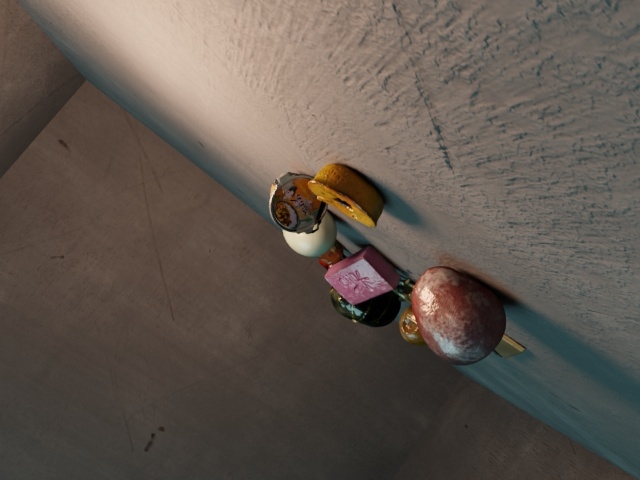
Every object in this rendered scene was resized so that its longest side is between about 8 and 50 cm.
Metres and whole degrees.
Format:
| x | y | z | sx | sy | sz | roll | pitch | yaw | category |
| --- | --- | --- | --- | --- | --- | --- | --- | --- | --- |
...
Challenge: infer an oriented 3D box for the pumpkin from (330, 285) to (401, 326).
| x | y | z | sx | sy | sz | roll | pitch | yaw | category |
| --- | --- | --- | --- | --- | --- | --- | --- | --- | --- |
| 0.200 | 0.256 | 1.929 | 0.322 | 0.242 | 0.323 | 17 | 159 | 6 | pumpkin |

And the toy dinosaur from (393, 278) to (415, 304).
| x | y | z | sx | sy | sz | roll | pitch | yaw | category |
| --- | --- | --- | --- | --- | --- | --- | --- | --- | --- |
| 0.354 | 0.204 | 1.621 | 0.162 | 0.077 | 0.294 | 37 | 173 | -20 | toy dinosaur |

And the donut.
| x | y | z | sx | sy | sz | roll | pitch | yaw | category |
| --- | --- | --- | --- | --- | --- | --- | --- | --- | --- |
| 0.066 | -0.110 | 1.005 | 0.190 | 0.075 | 0.174 | 32 | 172 | 5 | donut |

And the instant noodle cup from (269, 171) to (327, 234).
| x | y | z | sx | sy | sz | roll | pitch | yaw | category |
| --- | --- | --- | --- | --- | --- | --- | --- | --- | --- |
| -0.077 | -0.128 | 1.288 | 0.126 | 0.177 | 0.208 | -125 | 19 | -58 | instant noodle cup |

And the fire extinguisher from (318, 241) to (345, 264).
| x | y | z | sx | sy | sz | roll | pitch | yaw | category |
| --- | --- | --- | --- | --- | --- | --- | --- | --- | --- |
| 0.009 | -0.003 | 1.998 | 0.376 | 0.113 | 0.201 | 43 | -147 | -34 | fire extinguisher |

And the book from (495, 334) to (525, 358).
| x | y | z | sx | sy | sz | roll | pitch | yaw | category |
| --- | --- | --- | --- | --- | --- | --- | --- | --- | --- |
| 0.598 | 0.338 | 1.523 | 0.214 | 0.025 | 0.283 | 36 | 173 | 19 | book |

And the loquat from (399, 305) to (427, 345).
| x | y | z | sx | sy | sz | roll | pitch | yaw | category |
| --- | --- | --- | --- | --- | --- | --- | --- | --- | --- |
| 0.415 | 0.330 | 1.702 | 0.227 | 0.180 | 0.179 | 3 | -162 | -41 | loquat |

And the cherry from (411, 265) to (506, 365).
| x | y | z | sx | sy | sz | roll | pitch | yaw | category |
| --- | --- | --- | --- | --- | --- | --- | --- | --- | --- |
| 0.346 | 0.198 | 1.073 | 0.285 | 0.213 | 0.236 | 46 | 165 | 1 | cherry |

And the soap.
| x | y | z | sx | sy | sz | roll | pitch | yaw | category |
| --- | --- | --- | --- | --- | --- | --- | --- | --- | --- |
| 0.156 | 0.141 | 1.651 | 0.181 | 0.081 | 0.259 | 46 | 139 | -11 | soap |

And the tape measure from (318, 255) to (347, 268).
| x | y | z | sx | sy | sz | roll | pitch | yaw | category |
| --- | --- | --- | --- | --- | --- | --- | --- | --- | --- |
| 0.112 | 0.153 | 2.355 | 0.253 | 0.114 | 0.260 | 40 | 173 | -22 | tape measure |

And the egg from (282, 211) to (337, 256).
| x | y | z | sx | sy | sz | roll | pitch | yaw | category |
| --- | --- | --- | --- | --- | --- | --- | --- | --- | --- |
| -0.045 | -0.043 | 1.545 | 0.183 | 0.183 | 0.264 | 41 | 178 | -33 | egg |
